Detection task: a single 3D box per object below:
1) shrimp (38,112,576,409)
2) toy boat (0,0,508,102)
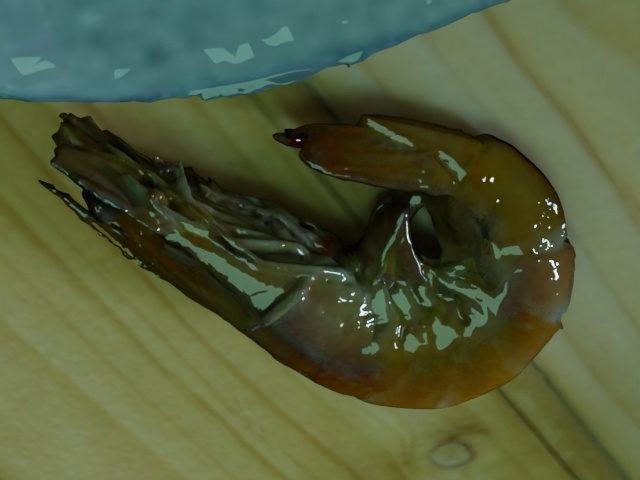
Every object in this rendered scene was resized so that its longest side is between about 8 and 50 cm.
[{"bbox_3d":[0.000,0.000,0.605,0.249,0.068,0.150,17,118,-17],"label":"shrimp"},{"bbox_3d":[-0.053,-0.161,0.451,0.330,0.123,0.215,-15,137,3],"label":"toy boat"}]
